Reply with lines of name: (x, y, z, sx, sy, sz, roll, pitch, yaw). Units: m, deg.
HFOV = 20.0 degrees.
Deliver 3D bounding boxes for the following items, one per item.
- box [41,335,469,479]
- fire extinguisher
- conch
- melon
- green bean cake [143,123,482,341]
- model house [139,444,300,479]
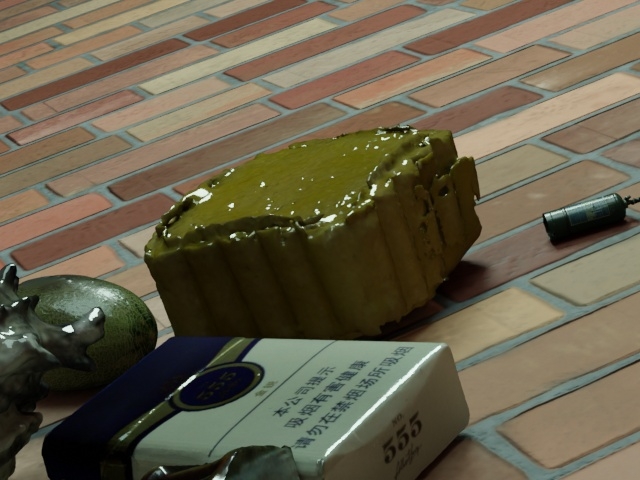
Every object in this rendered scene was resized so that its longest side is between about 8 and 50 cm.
box: (-0.047, 0.131, 1.260, 0.259, 0.071, 0.168, 0, 27, 37)
fire extinguisher: (0.229, -0.022, 1.525, 0.083, 0.025, 0.038, -17, -4, 0)
conch: (-0.290, 0.138, 1.265, 0.313, 0.186, 0.241, -26, 23, 8)
melon: (-0.206, 0.077, 1.501, 0.162, 0.099, 0.099, -2, 24, 33)
green bean cake: (0.000, 0.000, 1.494, 0.229, 0.131, 0.224, -7, 19, 33)
model house: (-0.095, 0.197, 1.093, 0.152, 0.106, 0.165, -15, 14, 27)
